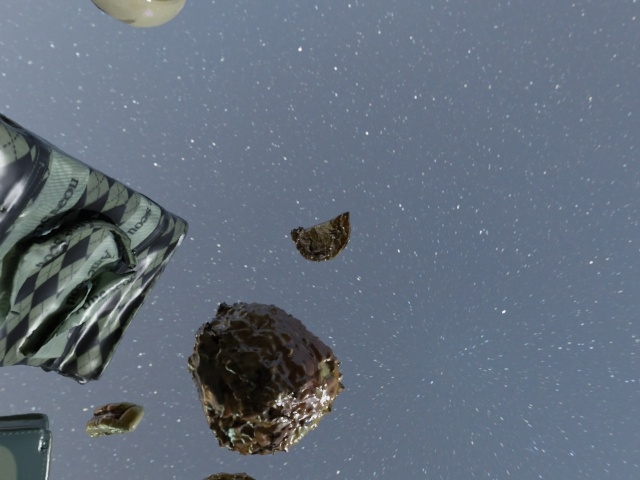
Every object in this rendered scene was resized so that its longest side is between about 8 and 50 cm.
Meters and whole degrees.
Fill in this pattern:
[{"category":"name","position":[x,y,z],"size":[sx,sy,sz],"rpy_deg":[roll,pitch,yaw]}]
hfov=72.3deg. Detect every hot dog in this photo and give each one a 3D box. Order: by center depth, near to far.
[{"category":"hot dog","position":[-0.619,0.525,1.292],"size":[0.242,0.073,0.084],"rpy_deg":[-21,-145,34]}]

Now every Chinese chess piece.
[{"category":"Chinese chess piece","position":[-0.391,-0.578,0.909],"size":[0.097,0.251,0.250],"rpy_deg":[-13,-111,42]}]

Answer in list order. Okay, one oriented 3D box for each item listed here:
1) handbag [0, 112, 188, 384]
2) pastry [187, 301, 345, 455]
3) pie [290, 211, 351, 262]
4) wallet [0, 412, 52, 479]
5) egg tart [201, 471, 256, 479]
[{"category":"handbag","position":[-0.370,0.039,0.552],"size":[0.180,0.416,0.316],"rpy_deg":[23,-97,15]},{"category":"pastry","position":[-0.151,0.354,1.117],"size":[0.405,0.337,0.292],"rpy_deg":[36,-61,0]},{"category":"pie","position":[0.001,0.002,0.920],"size":[0.191,0.033,0.088],"rpy_deg":[-14,-108,49]},{"category":"wallet","position":[-0.740,0.465,0.863],"size":[0.083,0.360,0.252],"rpy_deg":[17,-82,61]},{"category":"egg tart","position":[-0.213,0.796,1.048],"size":[0.443,0.178,0.443],"rpy_deg":[-2,-94,25]}]
